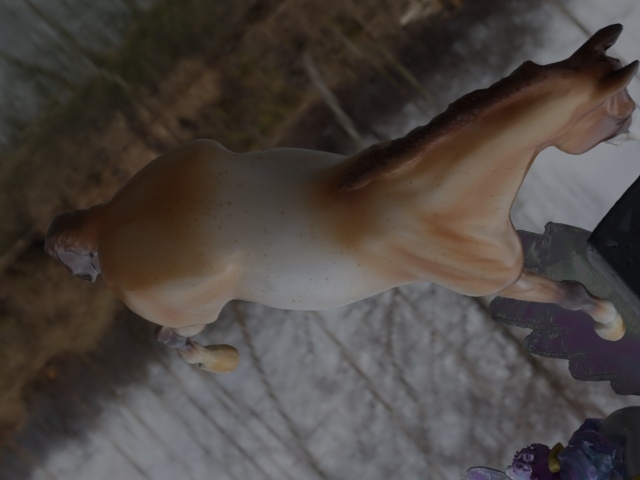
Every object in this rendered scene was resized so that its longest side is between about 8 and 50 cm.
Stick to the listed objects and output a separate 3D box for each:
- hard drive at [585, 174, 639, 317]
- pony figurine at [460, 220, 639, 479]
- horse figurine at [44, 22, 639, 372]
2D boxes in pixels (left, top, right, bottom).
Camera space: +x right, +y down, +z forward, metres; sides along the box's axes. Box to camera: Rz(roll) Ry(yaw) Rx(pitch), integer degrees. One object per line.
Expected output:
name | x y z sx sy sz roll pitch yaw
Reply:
hard drive | 0.274 -0.019 0.866 0.255 0.172 0.054 -41 178 -15
pony figurine | 0.267 0.173 1.291 0.363 0.351 0.302 -42 140 -66
horse figurine | 0.000 0.000 0.600 0.263 0.066 0.174 -4 159 20
